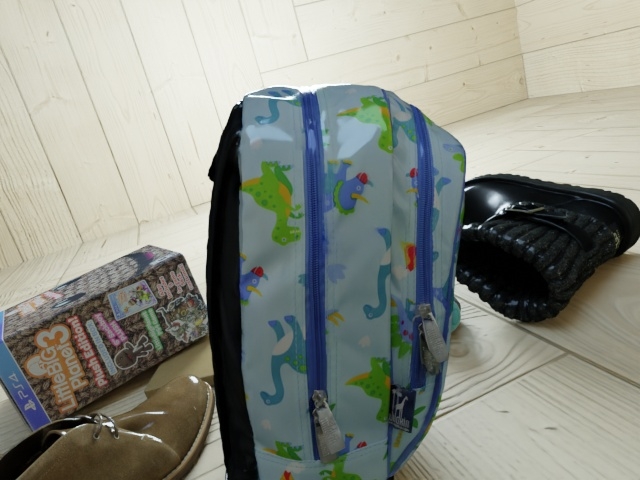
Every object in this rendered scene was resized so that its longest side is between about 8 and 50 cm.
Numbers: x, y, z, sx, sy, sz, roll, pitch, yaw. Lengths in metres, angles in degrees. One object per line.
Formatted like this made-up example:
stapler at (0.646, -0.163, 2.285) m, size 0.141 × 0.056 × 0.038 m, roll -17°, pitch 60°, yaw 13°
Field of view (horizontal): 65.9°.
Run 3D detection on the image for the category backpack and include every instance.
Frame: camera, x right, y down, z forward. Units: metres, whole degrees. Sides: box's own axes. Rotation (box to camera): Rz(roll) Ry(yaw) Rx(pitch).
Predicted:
backpack at (0.001, 0.039, 0.459) m, size 0.273 × 0.356 × 0.290 m, roll -14°, pitch 15°, yaw 3°

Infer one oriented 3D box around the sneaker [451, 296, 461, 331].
sneaker at (0.120, 0.103, 0.694) m, size 0.166 × 0.065 × 0.076 m, roll -3°, pitch 4°, yaw 29°

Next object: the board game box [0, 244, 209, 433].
board game box at (-0.360, 0.136, 0.810) m, size 0.290 × 0.141 × 0.232 m, roll -29°, pitch 18°, yaw -28°

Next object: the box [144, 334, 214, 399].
box at (-0.149, 0.171, 0.759) m, size 0.201 × 0.021 × 0.164 m, roll -14°, pitch 16°, yaw 5°

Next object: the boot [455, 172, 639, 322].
boot at (0.267, -0.007, 0.763) m, size 0.260 × 0.131 × 0.347 m, roll -25°, pitch 19°, yaw -30°

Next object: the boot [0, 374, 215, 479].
boot at (-0.215, 0.215, 0.511) m, size 0.112 × 0.115 × 0.305 m, roll -10°, pitch 16°, yaw 25°

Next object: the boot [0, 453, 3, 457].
boot at (-0.359, 0.196, 0.475) m, size 0.095 × 0.204 × 0.262 m, roll -6°, pitch -2°, yaw -12°
